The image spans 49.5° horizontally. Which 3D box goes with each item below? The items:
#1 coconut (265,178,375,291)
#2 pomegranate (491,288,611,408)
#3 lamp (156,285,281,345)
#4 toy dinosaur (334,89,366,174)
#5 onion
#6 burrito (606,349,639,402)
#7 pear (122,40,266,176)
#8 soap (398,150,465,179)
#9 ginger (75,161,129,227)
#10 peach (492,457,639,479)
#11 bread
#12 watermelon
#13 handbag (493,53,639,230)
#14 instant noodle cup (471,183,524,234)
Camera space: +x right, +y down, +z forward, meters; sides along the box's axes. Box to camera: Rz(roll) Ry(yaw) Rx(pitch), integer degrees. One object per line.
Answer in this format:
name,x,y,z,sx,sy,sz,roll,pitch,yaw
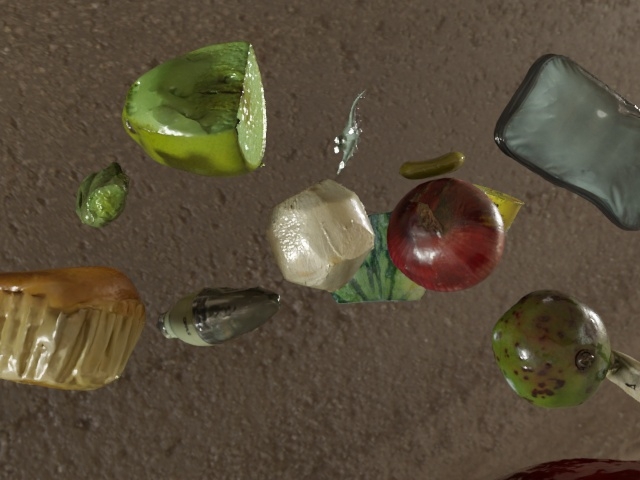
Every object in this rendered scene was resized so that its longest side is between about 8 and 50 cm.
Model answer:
coconut,0.003,-0.001,1.071,0.161,0.161,0.162,-28,91,-25
pomegranate,0.375,0.180,1.175,0.202,0.248,0.201,0,89,-18
lamp,-0.169,0.121,1.136,0.101,0.250,0.101,25,58,-49
toy dinosaur,0.069,-0.246,1.566,0.082,0.039,0.208,-38,148,-56
onion,0.243,-0.011,1.394,0.161,0.248,0.247,-14,117,-50
burrito,0.575,0.265,1.173,0.060,0.226,0.087,-34,141,-17
pear,-0.291,-0.271,1.571,0.318,0.342,0.238,-2,138,7
soap,0.234,-0.155,1.457,0.089,0.140,0.045,-45,123,-70
ginger,-0.456,-0.093,1.455,0.089,0.290,0.137,5,84,-25
peach,0.180,0.313,0.409,0.310,0.406,0.334,-3,98,-16
bread,-0.439,0.114,1.016,0.236,0.389,0.183,38,59,-63
watermelon,0.134,0.041,1.649,0.201,0.262,0.212,29,58,-77
handbag,0.468,-0.160,1.171,0.332,0.075,0.191,31,90,-5
instant noodle cup,0.505,-0.078,2.107,0.182,0.182,0.144,8,106,-39
